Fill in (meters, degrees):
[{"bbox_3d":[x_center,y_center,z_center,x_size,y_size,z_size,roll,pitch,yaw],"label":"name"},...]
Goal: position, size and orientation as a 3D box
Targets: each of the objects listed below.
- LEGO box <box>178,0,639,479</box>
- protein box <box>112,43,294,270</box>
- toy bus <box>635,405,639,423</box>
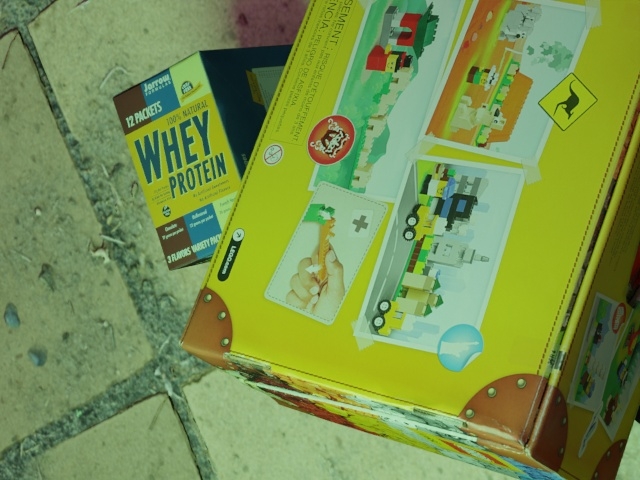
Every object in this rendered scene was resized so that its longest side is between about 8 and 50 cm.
[{"bbox_3d":[0.145,-0.063,1.570,0.372,0.193,0.500,14,78,34],"label":"LEGO box"},{"bbox_3d":[-0.081,-0.093,1.840,0.136,0.201,0.199,-23,84,38],"label":"protein box"},{"bbox_3d":[0.412,0.145,1.562,0.211,0.149,0.220,-25,90,28],"label":"toy bus"}]
